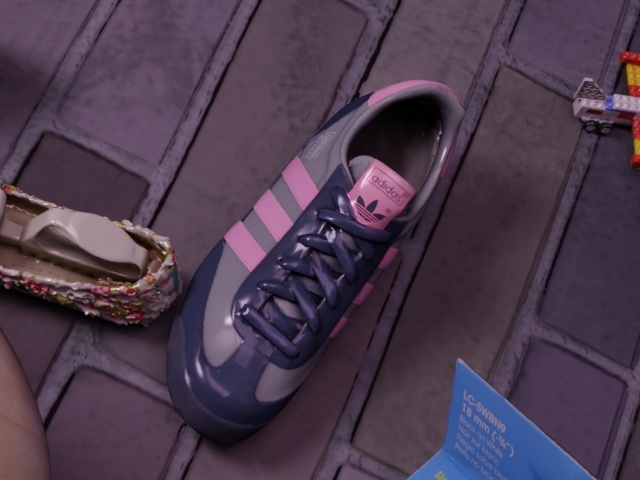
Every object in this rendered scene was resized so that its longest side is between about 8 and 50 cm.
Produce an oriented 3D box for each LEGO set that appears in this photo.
[{"bbox_3d":[0.325,-0.101,1.546,0.182,0.060,0.244,44,57,10],"label":"LEGO set"}]

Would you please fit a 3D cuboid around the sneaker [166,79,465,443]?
[{"bbox_3d":[0.000,0.000,1.315,0.112,0.131,0.319,38,57,-13],"label":"sneaker"}]

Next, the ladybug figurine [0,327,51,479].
[{"bbox_3d":[-0.354,0.076,1.087,0.449,0.305,0.162,33,14,-9],"label":"ladybug figurine"}]

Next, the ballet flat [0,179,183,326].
[{"bbox_3d":[-0.207,-0.007,1.280,0.241,0.077,0.091,14,61,-13],"label":"ballet flat"}]

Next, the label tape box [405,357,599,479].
[{"bbox_3d":[0.095,0.274,1.048,0.106,0.334,0.240,-19,39,-28],"label":"label tape box"}]
